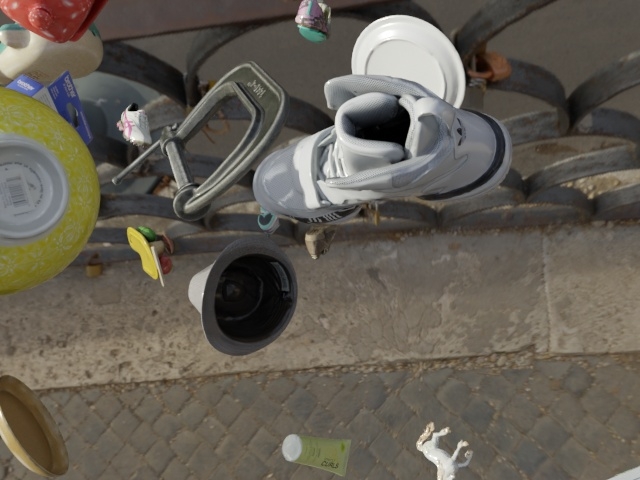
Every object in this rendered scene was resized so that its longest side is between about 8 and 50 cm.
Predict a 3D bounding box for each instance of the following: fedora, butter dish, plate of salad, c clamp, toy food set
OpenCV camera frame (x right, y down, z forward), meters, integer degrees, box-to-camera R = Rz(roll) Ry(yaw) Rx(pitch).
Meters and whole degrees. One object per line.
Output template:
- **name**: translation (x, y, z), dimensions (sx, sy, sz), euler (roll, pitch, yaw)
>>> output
- **fedora**: translation (-0.175, 0.110, 1.219), dimensions (0.124, 0.275, 0.243), euler (7, 95, 40)
- **butter dish**: translation (-0.432, -0.378, 0.923), dimensions (0.160, 0.160, 0.118), euler (-36, 45, 32)
- **plate of salad**: translation (0.142, -0.267, 0.944), dimensions (0.200, 0.200, 0.048), euler (28, 52, 14)
- **c clamp**: translation (-0.079, -0.061, 0.388), dimensions (0.137, 0.022, 0.160), euler (-47, 33, 2)
- **toy food set**: translation (-0.413, 0.026, 1.473), dimensions (0.071, 0.128, 0.218), euler (-26, 31, -28)

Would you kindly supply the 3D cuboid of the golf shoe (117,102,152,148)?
- **golf shoe**: translation (-0.507, -0.318, 1.612), dimensions (0.186, 0.067, 0.086), euler (45, 113, 41)

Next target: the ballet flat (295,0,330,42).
- **ballet flat**: translation (-0.011, -0.484, 1.276), dimensions (0.077, 0.221, 0.079), euler (19, 102, 1)

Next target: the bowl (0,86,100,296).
- **bowl**: translation (-0.401, -0.061, 0.732), dimensions (0.156, 0.289, 0.289), euler (4, 76, 47)

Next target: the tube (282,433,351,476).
- **tube**: translation (0.003, 0.517, 1.426), dimensions (0.070, 0.240, 0.062), euler (-46, 47, 9)

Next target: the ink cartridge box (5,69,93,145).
- **ink cartridge box**: translation (-0.531, -0.144, 0.991), dimensions (0.065, 0.186, 0.311), euler (31, 62, 13)

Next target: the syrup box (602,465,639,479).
- **syrup box**: translation (0.137, 0.162, 0.256), dimensions (0.237, 0.093, 0.096), euler (-11, 51, -18)

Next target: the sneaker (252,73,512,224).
- **sneaker**: translation (0.026, -0.106, 0.713), dimensions (0.366, 0.210, 0.137), euler (-5, 81, 32)

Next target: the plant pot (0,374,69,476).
- **plant pot**: translation (-0.589, 0.378, 1.177), dimensions (0.032, 0.236, 0.236), euler (-33, 74, -12)

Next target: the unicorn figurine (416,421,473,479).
- **unicorn figurine**: translation (0.267, 0.464, 1.247), dimensions (0.111, 0.162, 0.060), euler (-41, 116, -14)

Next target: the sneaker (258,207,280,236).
- **sneaker**: translation (-0.095, -0.053, 1.144), dimensions (0.038, 0.069, 0.098), euler (12, 63, 13)

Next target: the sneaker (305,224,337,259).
- **sneaker**: translation (0.000, 0.000, 1.587), dimensions (0.066, 0.188, 0.071), euler (0, 102, 18)

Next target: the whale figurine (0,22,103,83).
- **whale figurine**: translation (-0.604, -0.418, 1.243), dimensions (0.272, 0.216, 0.141), euler (-13, 83, 12)
